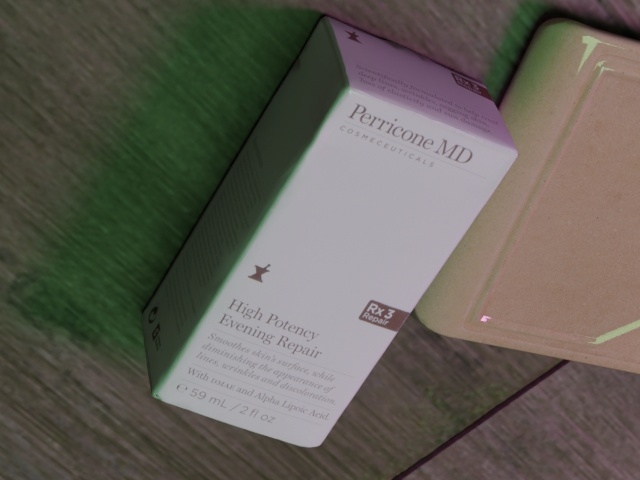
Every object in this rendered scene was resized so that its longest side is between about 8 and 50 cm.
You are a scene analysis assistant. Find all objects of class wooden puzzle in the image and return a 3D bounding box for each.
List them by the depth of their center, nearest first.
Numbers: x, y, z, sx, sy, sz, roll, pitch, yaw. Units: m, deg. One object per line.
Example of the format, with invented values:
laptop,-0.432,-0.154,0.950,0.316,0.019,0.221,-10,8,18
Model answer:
wooden puzzle,0.200,-0.016,1.151,0.239,0.044,0.221,15,121,-16

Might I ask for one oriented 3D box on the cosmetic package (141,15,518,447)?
cosmetic package,0.000,0.000,1.089,0.117,0.085,0.231,19,120,-24
